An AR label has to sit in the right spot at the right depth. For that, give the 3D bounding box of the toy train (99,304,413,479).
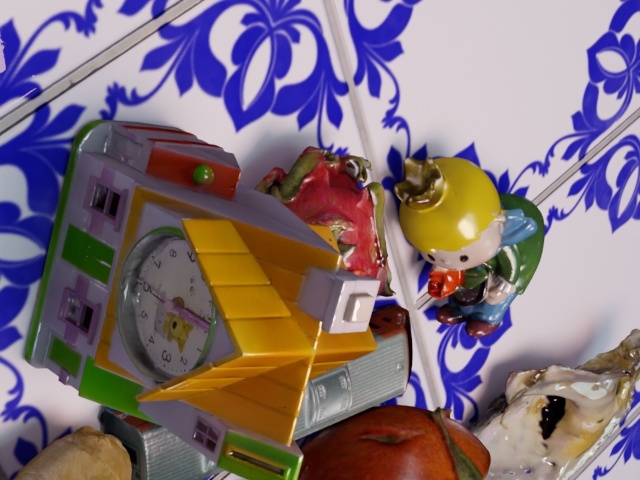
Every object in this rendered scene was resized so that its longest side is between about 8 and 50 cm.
[{"bbox_3d":[-0.036,0.161,1.414,0.409,0.089,0.086,-16,115,-39],"label":"toy train"}]

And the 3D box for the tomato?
[{"bbox_3d":[0.033,0.290,1.471,0.309,0.309,0.170,-42,91,-22],"label":"tomato"}]

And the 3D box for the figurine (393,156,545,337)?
[{"bbox_3d":[0.149,0.007,1.508,0.234,0.127,0.185,15,106,-58],"label":"figurine"}]

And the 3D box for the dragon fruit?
[{"bbox_3d":[0.000,0.000,1.324,0.166,0.160,0.172,6,104,-27],"label":"dragon fruit"}]

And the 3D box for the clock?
[{"bbox_3d":[-0.094,0.052,1.134,0.166,0.309,0.235,2,108,-47],"label":"clock"}]

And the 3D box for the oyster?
[{"bbox_3d":[0.297,0.229,1.773,0.271,0.100,0.275,4,119,-44],"label":"oyster"}]

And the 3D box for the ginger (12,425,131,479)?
[{"bbox_3d":[-0.319,0.352,1.192,0.348,0.122,0.363,-12,131,-51],"label":"ginger"}]
